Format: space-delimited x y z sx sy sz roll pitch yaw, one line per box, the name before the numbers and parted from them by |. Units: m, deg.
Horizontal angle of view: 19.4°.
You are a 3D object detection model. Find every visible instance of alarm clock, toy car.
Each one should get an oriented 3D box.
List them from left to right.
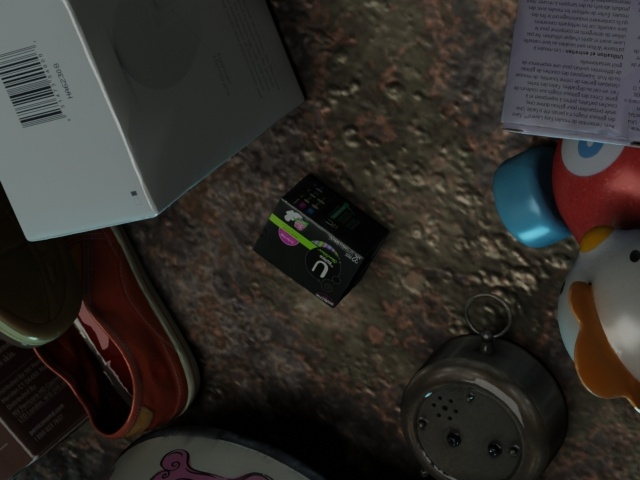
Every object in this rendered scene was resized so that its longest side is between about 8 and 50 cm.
alarm clock | 0.128 0.128 1.493 0.129 0.064 0.192 13 118 24
toy car | 0.217 0.016 1.268 0.219 0.238 0.210 -26 100 37

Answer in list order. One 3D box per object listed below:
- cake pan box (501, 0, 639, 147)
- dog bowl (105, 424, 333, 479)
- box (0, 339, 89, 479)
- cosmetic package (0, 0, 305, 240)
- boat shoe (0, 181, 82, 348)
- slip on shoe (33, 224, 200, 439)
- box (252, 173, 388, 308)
cake pan box | 0.246 -0.175 1.180 0.267 0.070 0.245 8 92 32
dog bowl | -0.071 0.367 1.631 0.408 0.150 0.408 22 133 26
box | -0.390 0.065 1.711 0.381 0.143 0.191 50 128 0
cosmetic package | -0.153 -0.152 1.401 0.138 0.225 0.224 -10 109 36
boat shoe | -0.346 -0.024 1.568 0.342 0.123 0.123 40 137 3
slip on shoe | -0.229 0.029 1.621 0.123 0.101 0.331 -28 98 39
box | 0.000 0.000 1.503 0.083 0.052 0.062 35 127 8
